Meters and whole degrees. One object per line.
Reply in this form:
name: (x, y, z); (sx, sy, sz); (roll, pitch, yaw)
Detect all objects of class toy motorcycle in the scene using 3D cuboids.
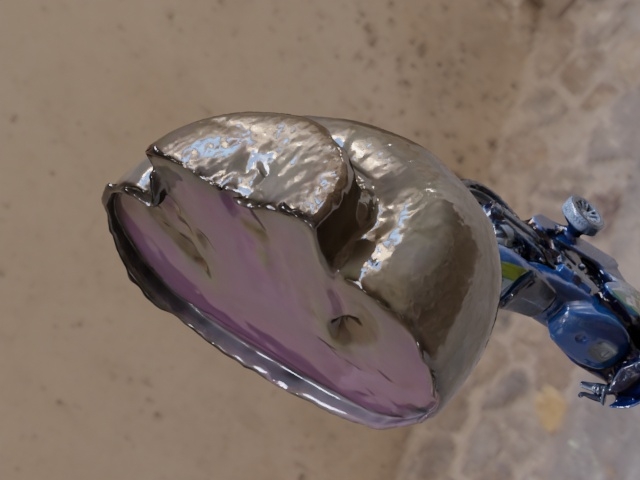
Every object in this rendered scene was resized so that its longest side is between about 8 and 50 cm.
toy motorcycle: (0.182, 0.045, 1.192); (0.092, 0.254, 0.136); (-45, 28, 29)

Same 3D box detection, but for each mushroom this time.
mushroom: (0.000, 0.000, 0.711); (0.188, 0.141, 0.117); (19, 45, 30)
